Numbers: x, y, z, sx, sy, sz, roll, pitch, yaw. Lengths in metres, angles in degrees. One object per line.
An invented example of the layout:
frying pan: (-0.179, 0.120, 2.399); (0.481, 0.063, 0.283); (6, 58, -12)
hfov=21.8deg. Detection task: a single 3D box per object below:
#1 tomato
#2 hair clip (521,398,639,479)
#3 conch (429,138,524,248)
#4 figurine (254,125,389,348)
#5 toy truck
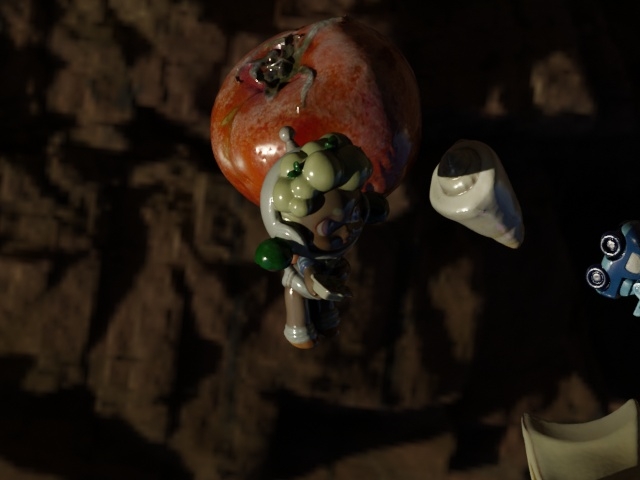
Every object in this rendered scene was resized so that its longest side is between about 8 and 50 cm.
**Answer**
tomato: (0.006, -0.119, 1.749); (0.232, 0.232, 0.188); (13, 151, 45)
hair clip: (0.383, 0.349, 2.308); (0.172, 0.113, 0.282); (-8, -152, 4)
conch: (0.189, -0.057, 1.911); (0.176, 0.094, 0.104); (24, 179, -43)
figurine: (0.001, 0.000, 1.408); (0.147, 0.197, 0.093); (-26, -151, -38)
toy truck: (0.315, 0.002, 1.613); (0.074, 0.136, 0.063); (30, -149, 22)
